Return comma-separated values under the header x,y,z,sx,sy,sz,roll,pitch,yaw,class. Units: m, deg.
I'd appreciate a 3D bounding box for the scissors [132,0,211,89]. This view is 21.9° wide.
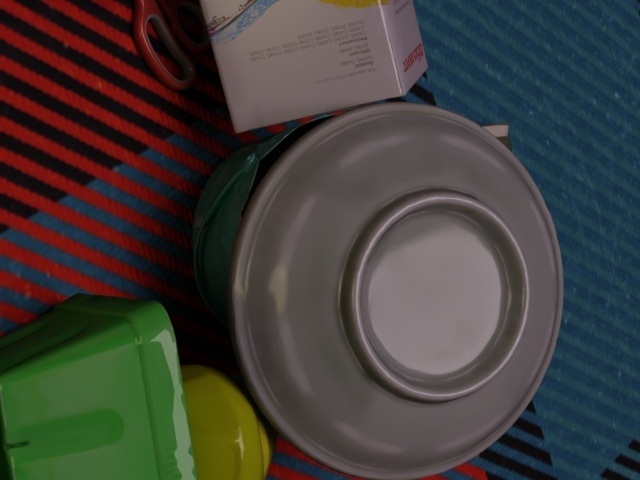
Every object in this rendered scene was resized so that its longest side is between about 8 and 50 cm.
x,y,z,sx,sy,sz,roll,pitch,yaw,class
-0.205,-0.297,1.783,0.109,0.021,0.297,-54,126,-32,scissors

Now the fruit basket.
x,y,z,sx,sy,sz,roll,pitch,yaw,class
-0.161,0.229,1.644,0.392,0.283,0.392,0,91,-30,fruit basket

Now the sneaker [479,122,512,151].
x,y,z,sx,sy,sz,roll,pitch,yaw,class
0.193,-0.103,2.163,0.192,0.064,0.086,-11,91,-50,sneaker

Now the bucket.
x,y,z,sx,sy,sz,roll,pitch,yaw,class
0.000,0.000,1.814,0.281,0.183,0.281,0,90,-25,bucket

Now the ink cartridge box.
x,y,z,sx,sy,sz,roll,pitch,yaw,class
-0.015,-0.280,1.810,0.198,0.197,0.270,-53,130,-72,ink cartridge box

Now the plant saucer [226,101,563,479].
x,y,z,sx,sy,sz,roll,pitch,yaw,class
0.103,0.055,1.710,0.400,0.100,0.400,-1,91,-27,plant saucer
